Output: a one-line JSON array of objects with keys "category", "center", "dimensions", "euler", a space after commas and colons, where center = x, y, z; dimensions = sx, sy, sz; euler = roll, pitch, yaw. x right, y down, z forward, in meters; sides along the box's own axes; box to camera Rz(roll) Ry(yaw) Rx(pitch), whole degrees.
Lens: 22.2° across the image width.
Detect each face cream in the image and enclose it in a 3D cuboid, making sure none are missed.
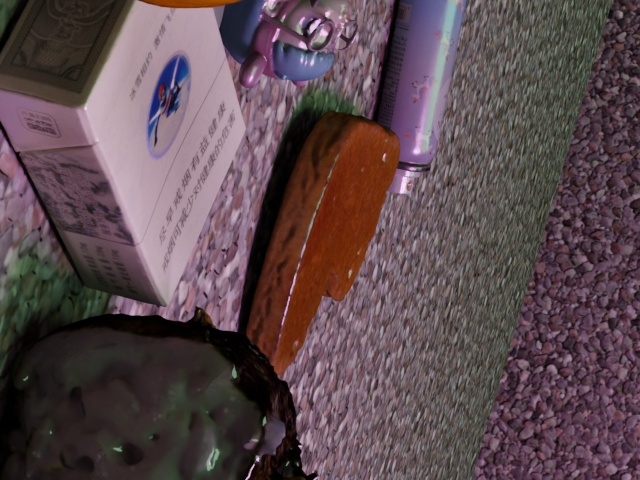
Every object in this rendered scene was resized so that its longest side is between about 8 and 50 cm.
[{"category": "face cream", "center": [0.105, -0.166, 1.815], "dimensions": [0.075, 0.075, 0.229], "euler": [-28, 130, -70]}]

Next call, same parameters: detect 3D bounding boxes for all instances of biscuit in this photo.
[{"category": "biscuit", "center": [-0.002, -0.001, 1.633], "dimensions": [0.277, 0.052, 0.262], "euler": [-4, 112, -74]}]

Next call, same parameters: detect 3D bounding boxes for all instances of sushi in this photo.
[{"category": "sushi", "center": [-0.113, 0.222, 1.118], "dimensions": [0.207, 0.234, 0.349], "euler": [30, 80, -74]}]

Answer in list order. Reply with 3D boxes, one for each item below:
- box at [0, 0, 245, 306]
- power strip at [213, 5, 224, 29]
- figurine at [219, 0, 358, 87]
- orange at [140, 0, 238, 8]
[{"category": "box", "center": [-0.127, -0.088, 1.086], "dimensions": [0.256, 0.069, 0.164], "euler": [77, 31, -60]}, {"category": "power strip", "center": [-0.073, -0.250, 1.209], "dimensions": [0.060, 0.027, 0.253], "euler": [11, 93, -75]}, {"category": "figurine", "center": [0.012, -0.243, 1.288], "dimensions": [0.260, 0.103, 0.205], "euler": [-64, 168, 19]}, {"category": "orange", "center": [-0.076, -0.229, 0.866], "dimensions": [0.193, 0.219, 0.219], "euler": [-41, 143, -49]}]
